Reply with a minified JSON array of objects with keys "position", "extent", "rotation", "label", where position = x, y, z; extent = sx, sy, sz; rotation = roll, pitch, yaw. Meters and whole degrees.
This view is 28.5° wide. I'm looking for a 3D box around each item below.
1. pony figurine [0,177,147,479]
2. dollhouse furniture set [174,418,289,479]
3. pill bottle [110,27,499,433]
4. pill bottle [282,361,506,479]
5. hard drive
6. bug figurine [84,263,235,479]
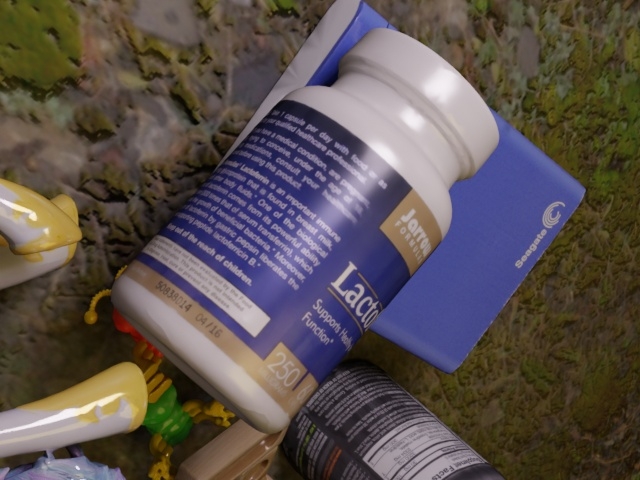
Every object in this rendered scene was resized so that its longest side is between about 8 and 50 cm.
[{"position":[-0.281,0.108,0.703],"extent":[0.364,0.303,0.350],"rotation":[4,80,-43],"label":"pony figurine"},{"position":[-0.043,0.236,1.085],"extent":[0.144,0.123,0.151],"rotation":[-33,156,-40],"label":"dollhouse furniture set"},{"position":[-0.005,-0.011,0.872],"extent":[0.264,0.153,0.153],"rotation":[-49,142,-11],"label":"pill bottle"},{"position":[0.085,0.229,1.156],"extent":[0.130,0.246,0.130],"rotation":[-26,136,-28],"label":"pill bottle"},{"position":[0.067,-0.032,1.043],"extent":[0.319,0.040,0.210],"rotation":[32,96,-40],"label":"hard drive"},{"position":[-0.182,0.153,0.971],"extent":[0.279,0.072,0.216],"rotation":[-44,148,-15],"label":"bug figurine"}]
